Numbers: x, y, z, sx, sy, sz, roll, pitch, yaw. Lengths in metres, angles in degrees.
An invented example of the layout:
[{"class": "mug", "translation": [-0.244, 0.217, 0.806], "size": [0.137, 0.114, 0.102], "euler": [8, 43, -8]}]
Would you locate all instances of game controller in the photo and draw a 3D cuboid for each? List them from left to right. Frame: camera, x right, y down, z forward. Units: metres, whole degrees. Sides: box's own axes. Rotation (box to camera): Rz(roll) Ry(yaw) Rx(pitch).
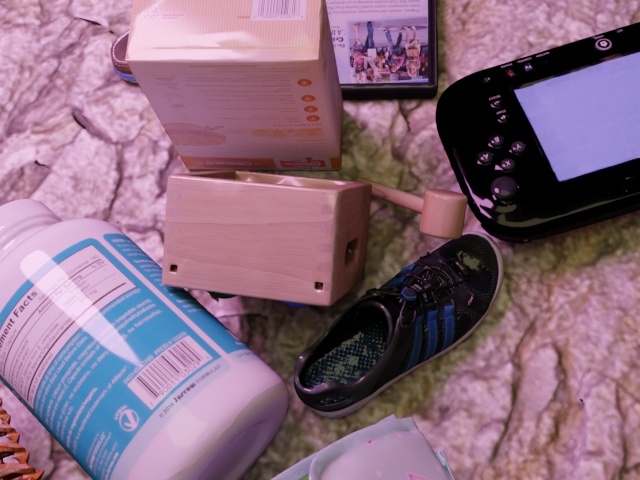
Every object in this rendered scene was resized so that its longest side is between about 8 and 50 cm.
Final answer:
[{"class": "game controller", "translation": [0.261, -0.106, 0.766], "size": [0.319, 0.067, 0.166], "euler": [-17, 68, -1]}]

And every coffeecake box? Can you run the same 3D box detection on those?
[{"class": "coffeecake box", "translation": [-0.059, -0.124, 0.746], "size": [0.142, 0.185, 0.068], "euler": [1, 69, 7]}]

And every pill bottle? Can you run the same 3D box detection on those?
[{"class": "pill bottle", "translation": [-0.161, 0.082, 0.700], "size": [0.264, 0.146, 0.146], "euler": [40, 78, 19]}]

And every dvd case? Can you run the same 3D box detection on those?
[{"class": "dvd case", "translation": [0.020, -0.246, 0.873], "size": [0.180, 0.022, 0.253], "euler": [0, 69, 6]}]

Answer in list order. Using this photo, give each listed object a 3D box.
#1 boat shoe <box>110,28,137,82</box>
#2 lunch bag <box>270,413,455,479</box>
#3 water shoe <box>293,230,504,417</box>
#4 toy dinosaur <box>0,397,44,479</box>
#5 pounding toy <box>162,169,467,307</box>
[{"class": "boat shoe", "translation": [-0.119, -0.207, 0.836], "size": [0.183, 0.066, 0.066], "euler": [-25, 61, 10]}, {"class": "lunch bag", "translation": [0.015, 0.264, 0.606], "size": [0.262, 0.160, 0.223], "euler": [-28, 65, -16]}, {"class": "water shoe", "translation": [0.067, 0.062, 0.716], "size": [0.203, 0.080, 0.073], "euler": [-41, 70, -10]}, {"class": "toy dinosaur", "translation": [-0.260, 0.271, 0.665], "size": [0.218, 0.164, 0.322], "euler": [0, 50, -9]}, {"class": "pounding toy", "translation": [0.008, 0.000, 0.723], "size": [0.206, 0.181, 0.094], "euler": [6, 97, 13]}]
